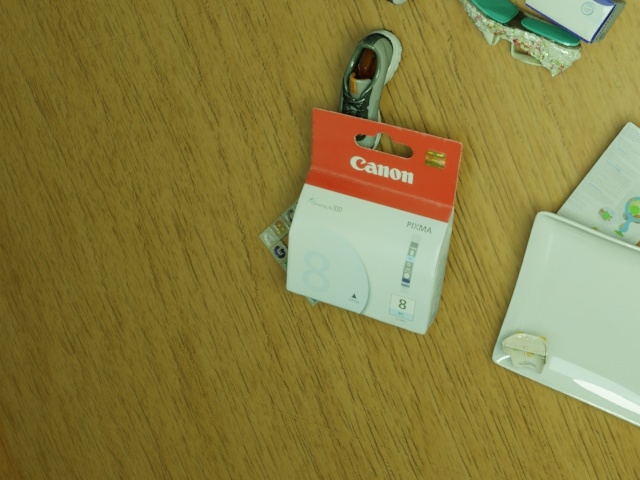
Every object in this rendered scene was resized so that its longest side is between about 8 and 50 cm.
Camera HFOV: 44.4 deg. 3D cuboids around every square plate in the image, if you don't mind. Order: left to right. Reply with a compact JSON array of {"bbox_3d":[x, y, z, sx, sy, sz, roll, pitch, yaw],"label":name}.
[{"bbox_3d":[0.507,0.144,1.376,0.347,0.049,0.344,23,125,21],"label":"square plate"}]

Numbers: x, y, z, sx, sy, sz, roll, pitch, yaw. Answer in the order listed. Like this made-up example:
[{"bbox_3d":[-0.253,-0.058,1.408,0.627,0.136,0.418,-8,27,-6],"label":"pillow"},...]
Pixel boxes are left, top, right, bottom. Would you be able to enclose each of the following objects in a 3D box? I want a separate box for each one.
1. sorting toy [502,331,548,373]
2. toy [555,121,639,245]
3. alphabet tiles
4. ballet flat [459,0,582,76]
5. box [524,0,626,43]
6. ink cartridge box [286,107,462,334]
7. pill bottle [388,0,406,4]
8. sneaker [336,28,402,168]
[{"bbox_3d":[0.381,0.212,1.438,0.083,0.045,0.075,12,129,29],"label":"sorting toy"},{"bbox_3d":[0.512,-0.073,1.335,0.137,0.056,0.237,40,124,14],"label":"toy"},{"bbox_3d":[0.000,0.000,1.656,0.237,0.009,0.198,-42,83,31],"label":"alphabet tiles"},{"bbox_3d":[0.329,-0.356,1.342,0.241,0.091,0.077,36,140,19],"label":"ballet flat"},{"bbox_3d":[0.409,-0.380,1.255,0.126,0.137,0.072,37,119,14],"label":"box"},{"bbox_3d":[0.093,-0.033,1.502,0.308,0.091,0.385,17,125,21],"label":"ink cartridge box"},{"bbox_3d":[0.071,-0.534,1.397,0.245,0.130,0.130,35,117,15],"label":"pill bottle"},{"bbox_3d":[0.071,-0.264,1.487,0.100,0.108,0.272,22,115,19],"label":"sneaker"}]
